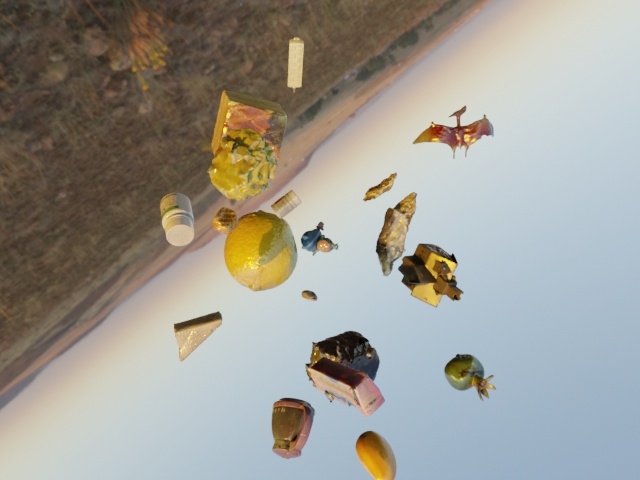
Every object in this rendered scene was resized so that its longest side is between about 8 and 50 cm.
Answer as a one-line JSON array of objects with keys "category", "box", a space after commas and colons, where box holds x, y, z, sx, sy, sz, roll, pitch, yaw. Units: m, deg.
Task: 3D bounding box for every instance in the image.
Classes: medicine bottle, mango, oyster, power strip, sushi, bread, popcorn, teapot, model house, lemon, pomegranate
[{"category": "medicine bottle", "box": [-0.619, -0.091, 2.213, 0.139, 0.139, 0.237, -37, -136, 12]}, {"category": "mango", "box": [0.217, 0.836, 1.955, 0.112, 0.144, 0.219, -62, -141, 30]}, {"category": "oyster", "box": [0.292, -0.034, 2.033, 0.166, 0.110, 0.341, -91, -161, -73]}, {"category": "power strip", "box": [-0.107, -0.734, 2.162, 0.253, 0.060, 0.027, 97, -10, -48]}, {"category": "sushi", "box": [0.117, 0.614, 2.556, 0.294, 0.281, 0.299, -7, -171, -35]}, {"category": "bread", "box": [-0.362, 0.287, 1.539, 0.152, 0.105, 0.077, -14, -159, -12]}, {"category": "popcorn", "box": [-0.270, -0.261, 1.741, 0.249, 0.249, 0.225, -37, 172, 15]}, {"category": "medicine bottle", "box": [-0.114, -0.121, 1.704, 0.091, 0.058, 0.058, -37, -172, 4]}, {"category": "teapot", "box": [-0.066, 0.496, 1.338, 0.148, 0.116, 0.146, -11, -127, 30]}, {"category": "bread", "box": [-0.335, -0.069, 1.811, 0.044, 0.083, 0.111, -49, -166, 39]}, {"category": "model house", "box": [0.449, 0.154, 2.018, 0.243, 0.204, 0.211, 45, -56, 45]}, {"category": "lemon", "box": [-0.245, 0.044, 2.126, 0.336, 0.336, 0.336, -38, -172, 7]}, {"category": "bread", "box": [-0.306, -0.463, 2.184, 0.207, 0.279, 0.279, -118, -136, -56]}, {"category": "oyster", "box": [0.234, -0.203, 1.986, 0.165, 0.053, 0.108, -31, 179, 2]}, {"category": "pomegranate", "box": [0.568, 0.517, 1.943, 0.152, 0.131, 0.191, -20, -147, -17]}]

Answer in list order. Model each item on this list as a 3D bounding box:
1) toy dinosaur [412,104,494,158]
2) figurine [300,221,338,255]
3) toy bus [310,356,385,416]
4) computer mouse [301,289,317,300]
[{"category": "toy dinosaur", "box": [0.572, -0.448, 2.172, 0.327, 0.207, 0.113, -32, -172, 3]}, {"category": "figurine", "box": [0.001, -0.005, 2.383, 0.114, 0.178, 0.144, 84, 23, -61]}, {"category": "toy bus", "box": [0.074, 0.451, 1.590, 0.090, 0.112, 0.274, -35, -161, -27]}, {"category": "computer mouse", "box": [-0.052, 0.261, 2.454, 0.096, 0.066, 0.039, 17, -83, 56]}]
